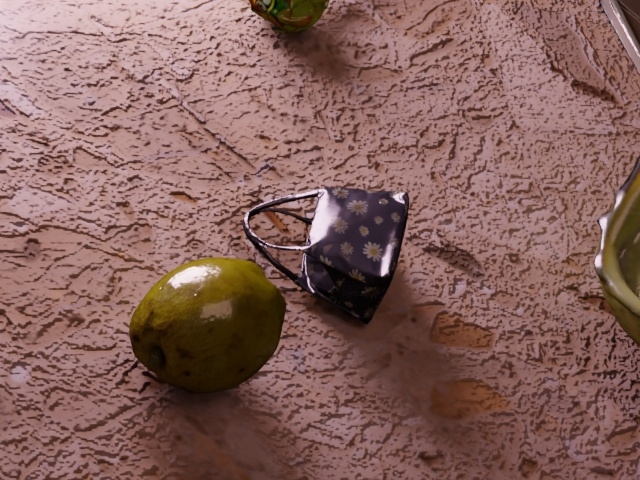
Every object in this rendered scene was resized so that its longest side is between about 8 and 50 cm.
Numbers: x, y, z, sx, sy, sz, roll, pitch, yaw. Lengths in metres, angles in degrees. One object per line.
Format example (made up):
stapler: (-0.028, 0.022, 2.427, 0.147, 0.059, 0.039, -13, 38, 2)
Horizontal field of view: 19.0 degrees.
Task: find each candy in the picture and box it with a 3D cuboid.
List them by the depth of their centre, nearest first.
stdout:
candy: (0.018, -0.268, 1.906, 0.262, 0.073, 0.077, -32, 90, -50)

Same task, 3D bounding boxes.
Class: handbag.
handbag: (0.000, 0.000, 1.664, 0.139, 0.072, 0.115, 15, 48, 1)

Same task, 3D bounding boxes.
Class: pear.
pear: (-0.089, 0.069, 1.527, 0.131, 0.107, 0.107, -34, 73, -31)

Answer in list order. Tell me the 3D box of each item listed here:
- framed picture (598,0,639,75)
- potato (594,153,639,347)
framed picture: (0.416, -0.200, 2.076, 0.189, 0.023, 0.260, -3, 54, -30)
potato: (0.400, 0.040, 1.765, 0.280, 0.212, 0.330, -42, 55, -19)
